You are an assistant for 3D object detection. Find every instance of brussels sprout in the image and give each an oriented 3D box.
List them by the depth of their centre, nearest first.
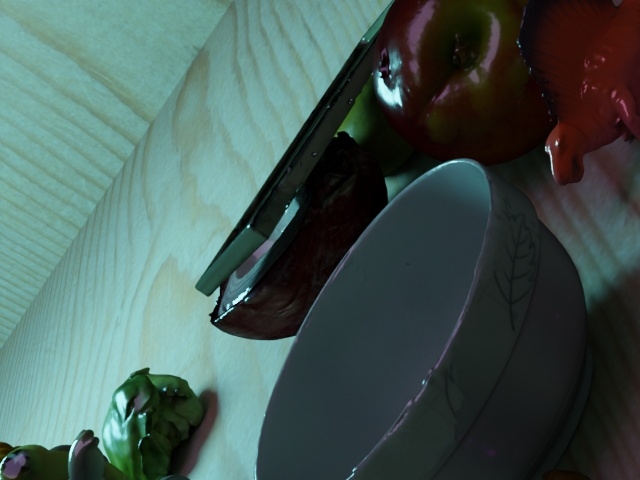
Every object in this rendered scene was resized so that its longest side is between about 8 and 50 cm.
[{"bbox_3d":[-0.210,0.221,1.957,0.181,0.100,0.139,23,98,57],"label":"brussels sprout"}]

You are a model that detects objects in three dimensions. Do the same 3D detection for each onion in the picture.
[{"bbox_3d":[0.000,0.000,1.645,0.227,0.120,0.283,-63,8,-26],"label":"onion"}]

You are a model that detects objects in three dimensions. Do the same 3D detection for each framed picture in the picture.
[{"bbox_3d":[-0.001,-0.110,1.573,0.335,0.022,0.247,-58,5,-20],"label":"framed picture"}]

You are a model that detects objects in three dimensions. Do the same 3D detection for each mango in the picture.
[{"bbox_3d":[0.054,-0.117,1.783,0.130,0.092,0.195,-68,9,-23],"label":"mango"}]

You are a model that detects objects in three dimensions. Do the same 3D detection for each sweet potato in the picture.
[{"bbox_3d":[0.161,0.169,1.017,0.034,0.034,0.095,-54,27,17],"label":"sweet potato"}]

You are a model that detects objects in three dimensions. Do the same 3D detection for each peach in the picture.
[{"bbox_3d":[0.135,-0.151,1.430,0.197,0.197,0.197,-52,17,23],"label":"peach"}]

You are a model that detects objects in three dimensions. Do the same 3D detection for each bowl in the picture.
[{"bbox_3d":[0.088,0.098,1.163,0.287,0.144,0.287,-52,16,22],"label":"bowl"}]

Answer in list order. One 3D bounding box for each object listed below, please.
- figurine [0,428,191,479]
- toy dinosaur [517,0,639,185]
[{"bbox_3d":[-0.263,0.302,1.722,0.382,0.224,0.205,-31,38,58],"label":"figurine"},{"bbox_3d":[0.221,-0.173,1.264,0.070,0.139,0.286,-23,39,64],"label":"toy dinosaur"}]
